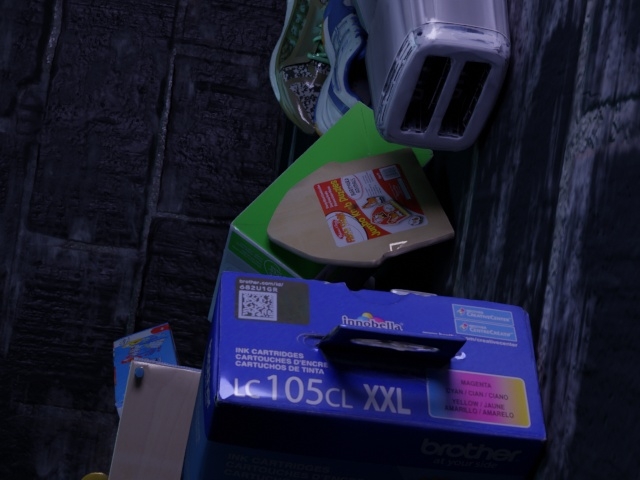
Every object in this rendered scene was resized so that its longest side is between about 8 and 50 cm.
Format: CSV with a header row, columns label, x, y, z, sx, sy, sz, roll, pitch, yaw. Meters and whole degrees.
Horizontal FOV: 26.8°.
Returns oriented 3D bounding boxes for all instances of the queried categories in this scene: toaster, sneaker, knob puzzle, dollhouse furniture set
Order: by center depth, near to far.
label,x,y,z,sx,sy,sz,roll,pitch,yaw
toaster,0.124,-0.198,1.381,0.227,0.129,0.146,110,163,-49
knob puzzle,0.035,-0.025,1.519,0.213,0.213,0.030,-90,-7,-50
dollhouse furniture set,-0.114,0.198,1.572,0.198,0.303,0.286,173,106,-82
sneaker,0.070,-0.291,2.092,0.131,0.112,0.296,-36,45,55
sneaker,0.013,-0.392,2.481,0.182,0.158,0.410,-27,58,60

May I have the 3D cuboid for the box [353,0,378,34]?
label,x,y,z,sx,sy,sz,roll,pitch,yaw
box,0.086,-0.347,1.852,0.101,0.087,0.102,-105,-6,-72

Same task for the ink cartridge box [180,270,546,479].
label,x,y,z,sx,sy,sz,roll,pitch,yaw
ink cartridge box,0.022,0.178,1.150,0.151,0.270,0.395,-92,12,-47

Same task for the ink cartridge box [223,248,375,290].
label,x,y,z,sx,sy,sz,roll,pitch,yaw
ink cartridge box,-0.038,0.152,1.837,0.117,0.201,0.278,-21,54,41

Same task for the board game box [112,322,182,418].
label,x,y,z,sx,sy,sz,roll,pitch,yaw
board game box,-0.189,0.296,1.776,0.302,0.086,0.308,-133,26,-77

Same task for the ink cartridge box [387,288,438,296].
label,x,y,z,sx,sy,sz,roll,pitch,yaw
ink cartridge box,0.073,0.228,1.529,0.165,0.065,0.332,135,142,-77

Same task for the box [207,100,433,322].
label,x,y,z,sx,sy,sz,roll,pitch,yaw
box,0.000,0.000,1.674,0.262,0.127,0.231,-46,-13,-31
